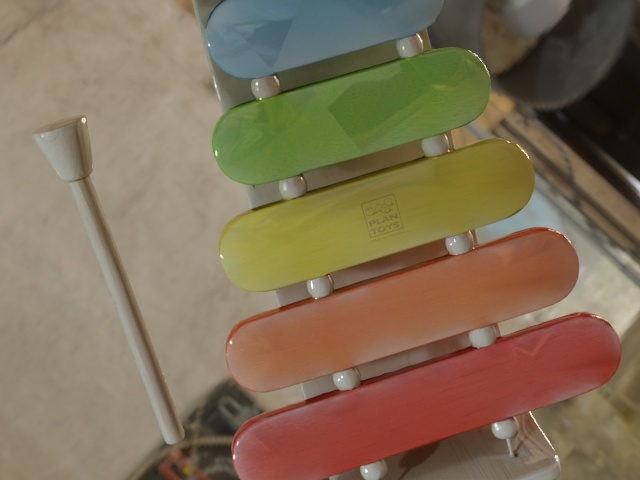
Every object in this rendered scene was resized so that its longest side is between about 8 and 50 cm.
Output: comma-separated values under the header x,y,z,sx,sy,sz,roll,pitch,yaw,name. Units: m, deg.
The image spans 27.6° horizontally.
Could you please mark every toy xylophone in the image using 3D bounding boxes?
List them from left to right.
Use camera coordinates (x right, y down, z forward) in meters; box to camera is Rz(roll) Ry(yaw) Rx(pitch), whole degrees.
x,y,z,sx,sy,sz,roll,pitch,yaw,name
0.000,0.000,0.656,0.236,0.322,0.081,-25,14,-3,toy xylophone
